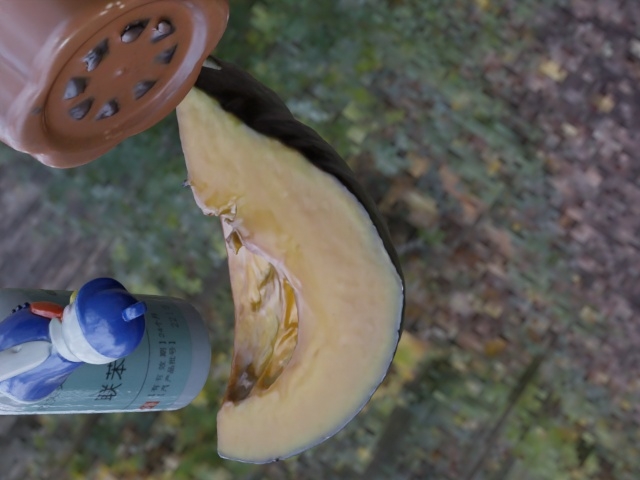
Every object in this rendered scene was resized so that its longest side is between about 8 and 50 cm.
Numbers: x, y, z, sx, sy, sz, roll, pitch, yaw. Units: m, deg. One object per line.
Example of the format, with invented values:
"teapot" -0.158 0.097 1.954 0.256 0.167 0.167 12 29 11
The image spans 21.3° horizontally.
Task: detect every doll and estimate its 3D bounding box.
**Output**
"doll" -0.148 0.057 0.979 0.143 0.099 0.058 -21 91 42

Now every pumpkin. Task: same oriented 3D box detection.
"pumpkin" 0.000 0.000 1.054 0.149 0.254 0.130 -2 -166 23

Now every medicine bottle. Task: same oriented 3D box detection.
"medicine bottle" -0.255 0.097 1.478 0.352 0.110 0.110 5 -163 -47

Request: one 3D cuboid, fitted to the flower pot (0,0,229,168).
"flower pot" -0.146 -0.136 0.840 0.173 0.190 0.190 50 178 19
